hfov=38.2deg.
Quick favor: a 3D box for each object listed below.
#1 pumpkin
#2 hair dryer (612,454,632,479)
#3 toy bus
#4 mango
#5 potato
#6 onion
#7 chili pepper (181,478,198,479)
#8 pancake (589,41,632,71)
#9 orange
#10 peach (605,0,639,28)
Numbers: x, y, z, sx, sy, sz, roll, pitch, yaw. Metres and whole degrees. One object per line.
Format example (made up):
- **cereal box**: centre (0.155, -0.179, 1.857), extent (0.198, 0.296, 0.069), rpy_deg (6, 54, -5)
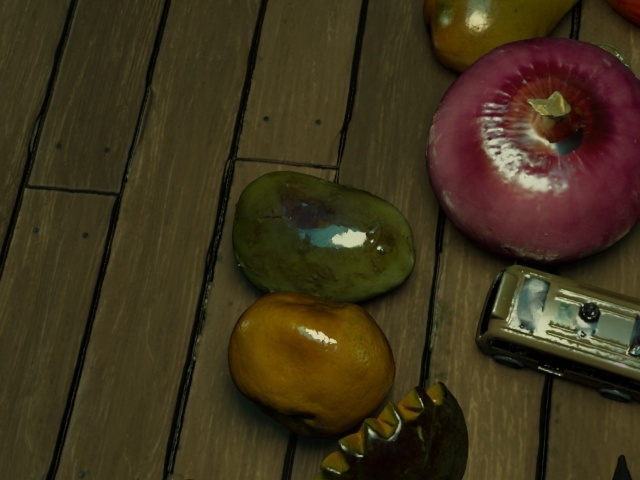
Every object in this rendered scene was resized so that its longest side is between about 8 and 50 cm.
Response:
- **pumpkin**: centre (0.121, 0.325, 1.349), extent (0.254, 0.130, 0.149), rpy_deg (-37, 68, -7)
- **hair dryer**: centre (0.410, 0.447, 1.246), extent (0.107, 0.189, 0.344), rpy_deg (1, 56, 10)
- **toy bus**: centre (0.379, 0.134, 1.360), extent (0.289, 0.157, 0.139), rpy_deg (18, 73, 15)
- **mango**: centre (0.313, -0.409, 1.568), extent (0.317, 0.173, 0.211), rpy_deg (-36, 69, -12)
- **potato**: centre (0.000, 0.000, 1.466), extent (0.307, 0.173, 0.210), rpy_deg (10, 70, 16)
- **onion**: centre (0.353, -0.144, 1.395), extent (0.358, 0.345, 0.358), rpy_deg (6, 75, -24)
- **chili pepper**: centre (-0.236, 0.425, 1.414), extent (0.182, 0.050, 0.073), rpy_deg (-40, 75, -4)
- **pancake**: centre (0.461, -0.283, 1.572), extent (0.139, 0.022, 0.139), rpy_deg (-3, 69, 8)
- **orange**: centre (-0.022, 0.182, 1.357), extent (0.249, 0.249, 0.183), rpy_deg (10, 54, 13)
- **peach**: centre (0.586, -0.467, 1.498), extent (0.281, 0.238, 0.281), rpy_deg (1, 94, 13)
